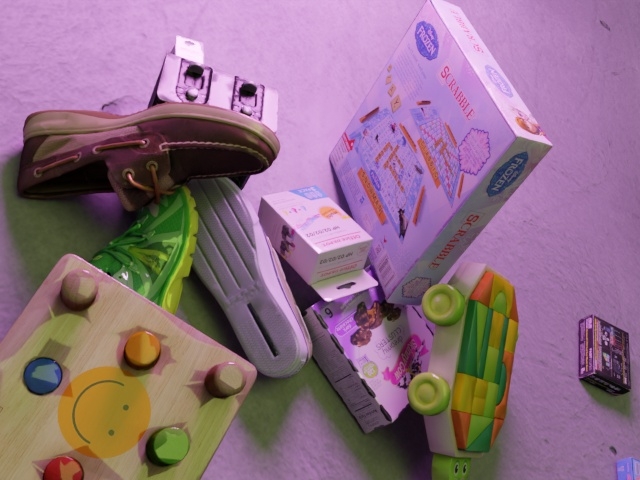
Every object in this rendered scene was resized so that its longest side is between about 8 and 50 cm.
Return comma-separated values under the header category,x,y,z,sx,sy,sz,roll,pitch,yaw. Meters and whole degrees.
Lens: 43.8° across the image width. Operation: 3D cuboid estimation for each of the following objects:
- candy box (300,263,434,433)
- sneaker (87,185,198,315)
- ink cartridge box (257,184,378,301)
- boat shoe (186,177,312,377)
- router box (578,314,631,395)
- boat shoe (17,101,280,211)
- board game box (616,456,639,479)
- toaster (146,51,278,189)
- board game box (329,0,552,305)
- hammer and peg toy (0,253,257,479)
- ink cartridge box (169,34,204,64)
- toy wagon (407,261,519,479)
category,x,y,z,sx,sy,sz,roll,pitch,yaw
candy box,0.078,0.151,1.163,0.164,0.070,0.196,-32,85,-41
sneaker,-0.233,0.031,0.999,0.123,0.109,0.296,24,55,-26
ink cartridge box,0.000,0.000,1.149,0.104,0.062,0.181,-15,46,-36
boat shoe,-0.103,0.050,1.094,0.302,0.109,0.094,66,8,12
router box,0.513,0.207,1.440,0.092,0.038,0.123,27,53,-19
boat shoe,-0.220,-0.090,0.988,0.341,0.123,0.123,3,67,11
board game box,0.567,0.488,1.323,0.160,0.039,0.212,24,54,-21
toaster,-0.160,-0.155,1.116,0.168,0.186,0.110,16,55,-17
board game box,0.150,-0.128,1.148,0.065,0.318,0.319,9,44,-30
hammer and peg toy,-0.259,0.220,0.815,0.266,0.127,0.361,34,68,-8
ink cartridge box,-0.207,-0.271,1.233,0.048,0.028,0.083,11,60,-29
toy wagon,0.209,0.211,1.135,0.267,0.068,0.345,26,72,-56
